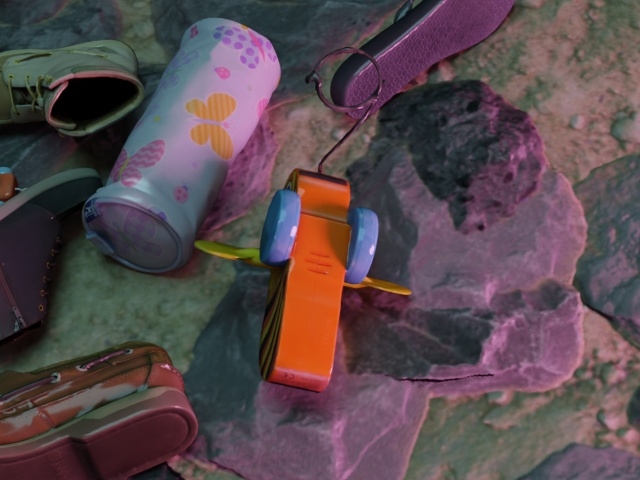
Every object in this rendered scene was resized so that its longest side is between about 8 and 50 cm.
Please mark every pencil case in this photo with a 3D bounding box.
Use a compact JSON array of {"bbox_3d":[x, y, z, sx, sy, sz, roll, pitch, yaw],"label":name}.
[{"bbox_3d":[-0.136,-0.097,1.440,0.113,0.124,0.273,38,56,-19],"label":"pencil case"}]

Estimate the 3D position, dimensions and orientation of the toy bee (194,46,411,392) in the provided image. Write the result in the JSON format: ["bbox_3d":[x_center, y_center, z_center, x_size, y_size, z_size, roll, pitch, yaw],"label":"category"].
[{"bbox_3d":[0.000,0.000,1.342,0.195,0.162,0.298,33,73,-6],"label":"toy bee"}]

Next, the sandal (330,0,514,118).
[{"bbox_3d":[0.107,-0.227,1.513,0.254,0.097,0.054,-35,55,-18],"label":"sandal"}]

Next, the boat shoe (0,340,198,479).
[{"bbox_3d":[-0.266,0.175,1.258,0.307,0.111,0.104,-15,47,-15],"label":"boat shoe"}]

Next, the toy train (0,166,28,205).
[{"bbox_3d":[-0.364,-0.013,1.449,0.125,0.046,0.166,-2,52,7],"label":"toy train"}]

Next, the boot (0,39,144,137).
[{"bbox_3d":[-0.288,-0.148,1.485,0.213,0.077,0.165,-14,21,-6],"label":"boot"}]

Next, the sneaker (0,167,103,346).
[{"bbox_3d":[-0.279,0.019,1.404,0.222,0.083,0.118,-35,89,-39],"label":"sneaker"}]
